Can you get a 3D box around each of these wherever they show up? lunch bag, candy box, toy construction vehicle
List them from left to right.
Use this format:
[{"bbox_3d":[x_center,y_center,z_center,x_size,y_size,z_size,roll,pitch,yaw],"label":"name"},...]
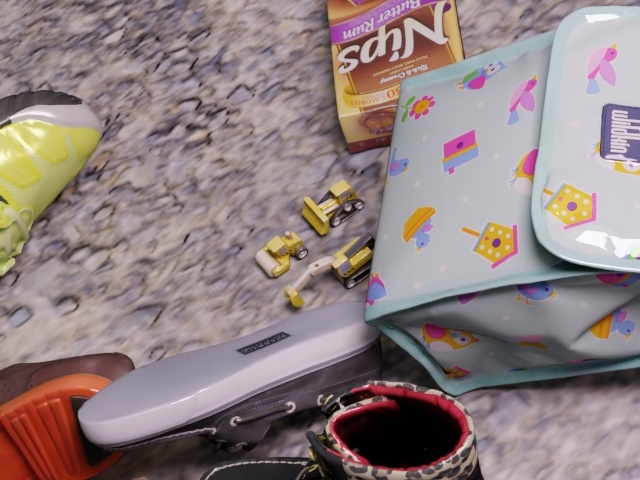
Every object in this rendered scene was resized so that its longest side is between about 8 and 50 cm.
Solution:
[{"bbox_3d":[0.000,0.000,1.179,0.098,0.035,0.086,-33,52,-8],"label":"toy construction vehicle"},{"bbox_3d":[0.065,-0.168,1.272,0.109,0.053,0.186,-11,54,8],"label":"candy box"},{"bbox_3d":[0.176,-0.031,1.031,0.262,0.160,0.223,-16,49,36],"label":"lunch bag"}]

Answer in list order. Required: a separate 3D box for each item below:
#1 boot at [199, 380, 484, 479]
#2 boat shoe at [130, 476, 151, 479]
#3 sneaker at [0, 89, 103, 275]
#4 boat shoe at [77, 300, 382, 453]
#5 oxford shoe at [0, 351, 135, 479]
[{"bbox_3d":[0.009,0.149,0.975,0.236,0.178,0.085,6,57,21],"label":"boot"},{"bbox_3d":[-0.185,0.273,0.870,0.123,0.120,0.324,24,64,30],"label":"boat shoe"},{"bbox_3d":[-0.316,0.033,1.213,0.385,0.145,0.147,-42,75,-11],"label":"sneaker"},{"bbox_3d":[-0.055,0.112,1.063,0.229,0.076,0.080,-21,20,-25],"label":"boat shoe"},{"bbox_3d":[-0.258,0.153,1.131,0.271,0.097,0.098,-16,21,11],"label":"oxford shoe"}]
